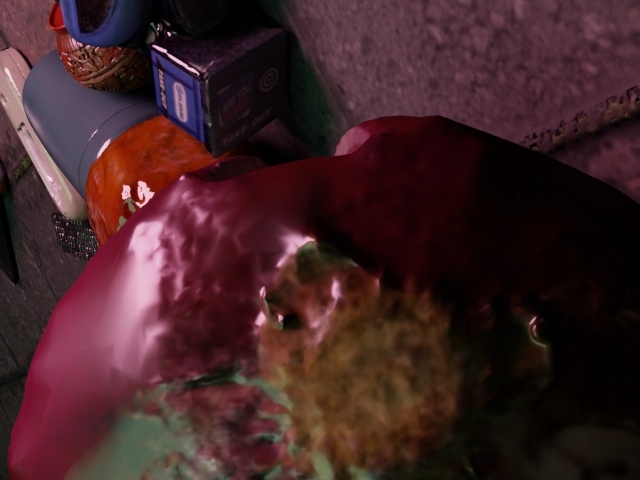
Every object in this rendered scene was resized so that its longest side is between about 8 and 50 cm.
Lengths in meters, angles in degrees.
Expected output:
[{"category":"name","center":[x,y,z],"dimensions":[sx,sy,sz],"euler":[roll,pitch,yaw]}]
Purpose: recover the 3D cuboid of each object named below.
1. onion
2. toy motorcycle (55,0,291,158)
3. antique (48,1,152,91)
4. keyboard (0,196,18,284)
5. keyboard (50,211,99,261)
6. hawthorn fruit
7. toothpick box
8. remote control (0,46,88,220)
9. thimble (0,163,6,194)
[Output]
[{"category":"onion","center":[0.038,0.127,0.692],"dimensions":[0.398,0.398,0.420],"euler":[61,179,0]},{"category":"toy motorcycle","center":[-0.107,-0.243,0.798],"dimensions":[0.213,0.125,0.358],"euler":[35,147,26]},{"category":"antique","center":[-0.176,-0.173,1.000],"dimensions":[0.104,0.104,0.104],"euler":[41,148,34]},{"category":"keyboard","center":[-0.496,-0.015,1.814],"dimensions":[0.061,0.013,0.204],"euler":[44,149,29]},{"category":"keyboard","center":[-0.292,-0.001,1.466],"dimensions":[0.195,0.018,0.060],"euler":[10,122,57]},{"category":"hawthorn fruit","center":[-0.104,-0.022,0.943],"dimensions":[0.173,0.173,0.179],"euler":[59,164,3]},{"category":"toothpick box","center":[-0.195,-0.103,1.084],"dimensions":[0.184,0.120,0.120],"euler":[43,149,39]},{"category":"remote control","center":[-0.327,-0.122,1.378],"dimensions":[0.221,0.042,0.078],"euler":[61,155,-1]},{"category":"thimble","center":[-0.525,-0.110,1.656],"dimensions":[0.127,0.118,0.151],"euler":[-11,106,60]}]
